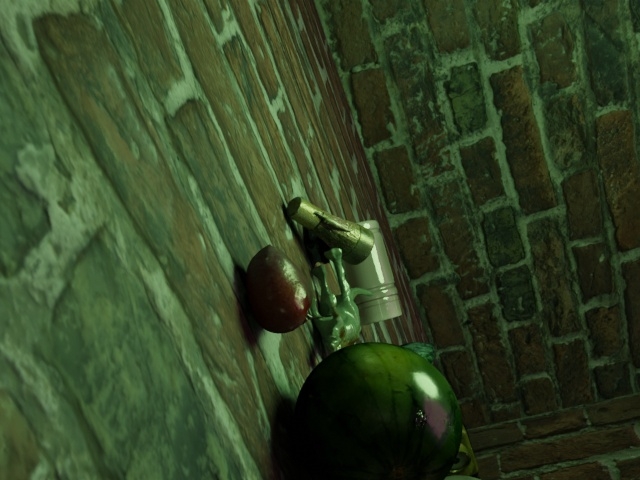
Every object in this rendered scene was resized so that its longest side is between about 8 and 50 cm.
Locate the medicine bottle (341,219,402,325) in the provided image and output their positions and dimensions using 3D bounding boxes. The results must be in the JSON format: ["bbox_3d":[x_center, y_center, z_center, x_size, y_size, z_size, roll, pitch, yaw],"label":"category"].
[{"bbox_3d":[0.114,0.083,1.650,0.133,0.134,0.249,19,55,-76],"label":"medicine bottle"}]

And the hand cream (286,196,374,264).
[{"bbox_3d":[0.015,-0.028,1.331,0.203,0.084,0.083,32,34,-30],"label":"hand cream"}]

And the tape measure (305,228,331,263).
[{"bbox_3d":[0.000,-0.001,1.415,0.094,0.054,0.091,-85,159,-45],"label":"tape measure"}]

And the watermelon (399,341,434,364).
[{"bbox_3d":[0.248,0.412,1.947,0.318,0.148,0.226,82,15,-67],"label":"watermelon"}]

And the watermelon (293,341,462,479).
[{"bbox_3d":[0.081,0.265,0.948,0.242,0.243,0.242,-16,90,-79],"label":"watermelon"}]

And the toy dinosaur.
[{"bbox_3d":[0.039,0.127,1.332,0.393,0.092,0.205,21,51,-77],"label":"toy dinosaur"}]

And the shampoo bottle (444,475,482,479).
[{"bbox_3d":[0.317,0.672,1.447,0.266,0.273,0.272,65,13,-53],"label":"shampoo bottle"}]

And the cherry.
[{"bbox_3d":[-0.059,0.077,0.939,0.126,0.087,0.106,58,14,17],"label":"cherry"}]

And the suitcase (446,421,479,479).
[{"bbox_3d":[0.320,0.583,1.780,0.143,0.194,0.234,-105,174,-61],"label":"suitcase"}]
